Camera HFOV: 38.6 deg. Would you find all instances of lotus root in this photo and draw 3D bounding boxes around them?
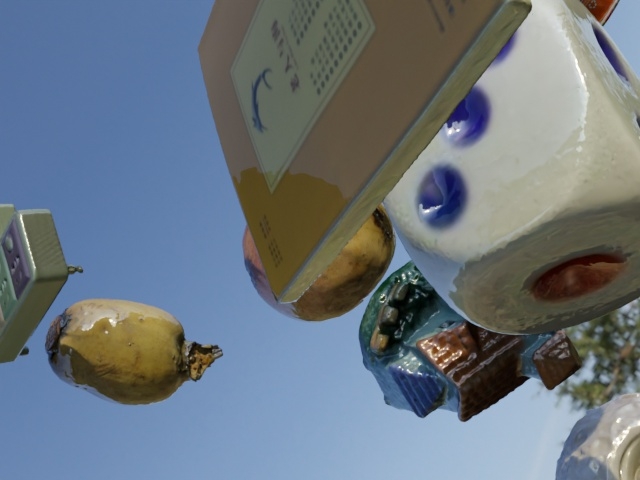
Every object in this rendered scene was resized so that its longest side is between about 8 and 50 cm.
[{"bbox_3d":[-0.232,0.142,1.143,0.118,0.220,0.125,-103,31,-63],"label":"lotus root"}]

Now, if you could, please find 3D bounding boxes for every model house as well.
[{"bbox_3d":[0.256,0.157,1.506,0.294,0.329,0.252,-30,-77,-17],"label":"model house"}]

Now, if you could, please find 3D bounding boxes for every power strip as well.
[{"bbox_3d":[-0.339,0.030,1.011,0.061,0.145,0.215,-5,-27,-39],"label":"power strip"}]

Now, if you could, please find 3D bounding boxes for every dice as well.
[{"bbox_3d":[0.241,-0.085,1.043,0.277,0.304,0.304,-34,-34,29],"label":"dice"}]

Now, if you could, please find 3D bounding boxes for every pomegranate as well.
[{"bbox_3d":[0.000,0.000,1.777,0.322,0.322,0.322,-40,-32,-33],"label":"pomegranate"}]

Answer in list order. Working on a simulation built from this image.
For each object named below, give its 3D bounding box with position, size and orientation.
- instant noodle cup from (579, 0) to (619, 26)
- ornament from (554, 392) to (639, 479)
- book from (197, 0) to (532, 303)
[{"bbox_3d":[0.254,-0.370,1.208,0.192,0.250,0.250,25,-84,-30],"label":"instant noodle cup"},{"bbox_3d":[0.582,0.438,1.601,0.337,0.337,0.337,-40,-32,-33],"label":"ornament"},{"bbox_3d":[-0.004,-0.147,0.645,0.032,0.269,0.389,-9,-22,-25],"label":"book"}]
